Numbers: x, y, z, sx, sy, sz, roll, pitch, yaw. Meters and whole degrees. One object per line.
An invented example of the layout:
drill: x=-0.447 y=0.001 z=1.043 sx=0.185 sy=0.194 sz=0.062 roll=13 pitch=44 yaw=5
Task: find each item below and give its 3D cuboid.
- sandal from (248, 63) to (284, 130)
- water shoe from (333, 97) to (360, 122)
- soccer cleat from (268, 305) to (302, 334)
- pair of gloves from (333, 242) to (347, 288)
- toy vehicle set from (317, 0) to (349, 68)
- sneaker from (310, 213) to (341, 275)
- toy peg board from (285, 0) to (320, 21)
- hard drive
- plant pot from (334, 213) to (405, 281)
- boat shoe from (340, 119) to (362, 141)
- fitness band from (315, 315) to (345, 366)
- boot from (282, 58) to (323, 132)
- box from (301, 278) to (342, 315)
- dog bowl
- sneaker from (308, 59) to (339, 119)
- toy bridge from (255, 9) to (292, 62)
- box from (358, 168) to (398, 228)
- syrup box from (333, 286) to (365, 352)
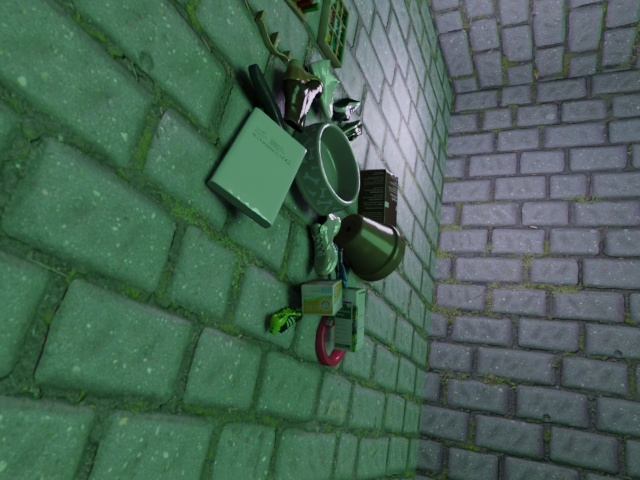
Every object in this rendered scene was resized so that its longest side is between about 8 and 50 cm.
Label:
sandal: x=-0.165 y=-0.408 z=1.358 sx=0.254 sy=0.054 sz=0.097 roll=64 pitch=13 yaw=-45
water shoe: x=0.102 y=-0.542 z=1.888 sx=0.203 sy=0.073 sz=0.080 roll=-38 pitch=145 yaw=-52
soccer cleat: x=-0.115 y=0.261 z=1.473 sx=0.179 sy=0.060 sz=0.072 roll=0 pitch=113 yaw=-66
pair of gloves: x=0.074 y=0.096 z=1.749 sx=0.198 sy=0.023 sz=0.159 roll=-137 pitch=-139 yaw=-77
toy vehicle set: x=0.054 y=-0.851 z=1.805 sx=0.166 sy=0.035 sz=0.267 roll=32 pitch=62 yaw=-59
sneaker: x=0.000 y=0.000 z=1.663 sx=0.121 sy=0.099 sz=0.262 roll=39 pitch=48 yaw=-48
toy peg board: x=-0.059 y=-0.868 z=1.535 sx=0.160 sy=0.079 sz=0.161 roll=20 pitch=72 yaw=-62
hard drive: x=-0.168 y=-0.210 z=1.281 sx=0.203 sy=0.040 sz=0.307 roll=38 pitch=53 yaw=-23
plant pot: x=0.184 y=0.007 z=1.874 sx=0.229 sy=0.263 sz=0.263 roll=38 pitch=55 yaw=-37
boat shoe: x=0.129 y=-0.453 z=1.906 sx=0.228 sy=0.081 sz=0.069 roll=-48 pitch=128 yaw=-56
fitness band: x=0.063 y=0.372 z=1.826 sx=0.291 sy=0.054 sz=0.209 roll=-46 pitch=133 yaw=-52
boot: x=-0.063 y=-0.460 z=1.518 sx=0.248 sy=0.090 sz=0.207 roll=12 pitch=82 yaw=-69
box: x=0.009 y=0.196 z=1.588 sx=0.203 sy=0.114 sz=0.103 roll=-4 pitch=93 yaw=-78
dog bowl: x=0.030 y=-0.263 z=1.631 sx=0.349 sy=0.102 sz=0.349 roll=30 pitch=54 yaw=-52
sneaker: x=0.028 y=-0.558 z=1.673 sx=0.080 sy=0.094 sz=0.212 roll=-123 pitch=-165 yaw=-59
toy bridge: x=-0.146 y=-0.626 z=1.425 sx=0.188 sy=0.026 sz=0.063 roll=43 pitch=55 yaw=-55
box: x=0.271 y=-0.130 z=2.129 sx=0.191 sy=0.143 sz=0.381 roll=9 pitch=84 yaw=-63
syrup box: x=0.112 y=0.300 z=1.749 sx=0.096 sy=0.093 sz=0.237 roll=-5 pitch=97 yaw=-64
